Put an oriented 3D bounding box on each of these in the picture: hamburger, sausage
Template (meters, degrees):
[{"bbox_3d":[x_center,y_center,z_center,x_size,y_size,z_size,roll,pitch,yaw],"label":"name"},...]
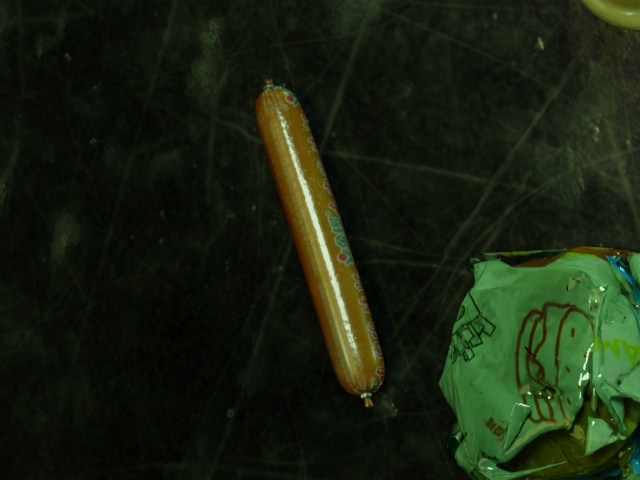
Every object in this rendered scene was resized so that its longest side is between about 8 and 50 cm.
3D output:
[{"bbox_3d":[0.204,0.134,1.561,0.260,0.150,0.276,13,101,36],"label":"hamburger"},{"bbox_3d":[0.000,0.000,1.755,0.053,0.053,0.348,-23,80,34],"label":"sausage"}]

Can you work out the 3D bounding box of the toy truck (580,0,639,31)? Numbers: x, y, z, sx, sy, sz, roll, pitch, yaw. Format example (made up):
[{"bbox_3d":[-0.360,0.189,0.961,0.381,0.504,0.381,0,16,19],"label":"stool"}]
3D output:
[{"bbox_3d":[0.282,-0.313,1.437,0.204,0.211,0.288,-29,80,32],"label":"toy truck"}]
